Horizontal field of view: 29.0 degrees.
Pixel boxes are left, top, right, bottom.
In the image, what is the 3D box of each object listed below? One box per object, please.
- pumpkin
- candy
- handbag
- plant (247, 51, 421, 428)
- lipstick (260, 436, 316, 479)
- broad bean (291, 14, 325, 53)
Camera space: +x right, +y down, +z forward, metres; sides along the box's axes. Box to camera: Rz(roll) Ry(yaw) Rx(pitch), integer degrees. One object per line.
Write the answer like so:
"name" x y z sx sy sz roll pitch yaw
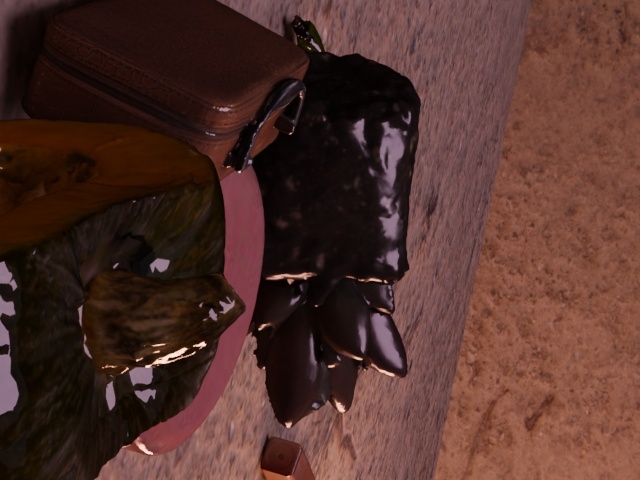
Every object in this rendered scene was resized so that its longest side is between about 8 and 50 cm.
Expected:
"pumpkin" -0.148 0.032 0.604 0.317 0.222 0.139 -32 133 -68
"candy" -0.124 0.035 0.925 0.255 0.094 0.255 13 90 -75
"handbag" -0.092 -0.104 0.818 0.072 0.151 0.193 -65 170 23
"plant" 0.000 0.000 1.121 0.181 0.194 0.321 -87 -174 -60
"lipstick" -0.038 0.287 1.510 0.145 0.045 0.045 76 29 -60
"broad bean" -0.020 -0.130 1.253 0.061 0.046 0.195 -17 114 -59
